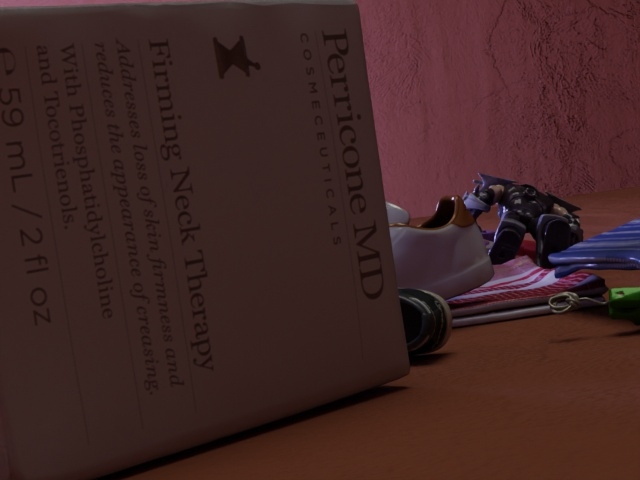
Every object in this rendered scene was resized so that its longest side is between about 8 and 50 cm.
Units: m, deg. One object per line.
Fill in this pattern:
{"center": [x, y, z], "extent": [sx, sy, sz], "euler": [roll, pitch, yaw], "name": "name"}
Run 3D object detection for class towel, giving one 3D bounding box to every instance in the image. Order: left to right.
{"center": [0.178, 0.061, 1.668], "extent": [0.237, 0.037, 0.329], "euler": [-9, 4, -7], "name": "towel"}
{"center": [0.427, -0.028, 1.471], "extent": [0.336, 0.040, 0.243], "euler": [-21, 3, -13], "name": "towel"}

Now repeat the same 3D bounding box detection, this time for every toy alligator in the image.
{"center": [0.310, 0.060, 1.314], "extent": [0.189, 0.056, 0.051], "euler": [-8, -39, 18], "name": "toy alligator"}

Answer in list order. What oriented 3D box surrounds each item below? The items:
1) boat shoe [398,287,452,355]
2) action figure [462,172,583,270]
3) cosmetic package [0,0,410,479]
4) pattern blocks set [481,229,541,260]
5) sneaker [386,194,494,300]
{"center": [0.003, 0.079, 1.342], "extent": [0.233, 0.084, 0.079], "euler": [-3, 4, 19], "name": "boat shoe"}
{"center": [0.285, -0.022, 2.003], "extent": [0.185, 0.099, 0.285], "euler": [9, 16, 5], "name": "action figure"}
{"center": [-0.192, -0.008, 1.146], "extent": [0.327, 0.329, 0.393], "euler": [-5, 5, 45], "name": "cosmetic package"}
{"center": [0.171, 0.014, 2.090], "extent": [0.285, 0.026, 0.325], "euler": [10, 15, 43], "name": "pattern blocks set"}
{"center": [0.040, 0.032, 1.496], "extent": [0.290, 0.123, 0.106], "euler": [-23, 11, -24], "name": "sneaker"}
